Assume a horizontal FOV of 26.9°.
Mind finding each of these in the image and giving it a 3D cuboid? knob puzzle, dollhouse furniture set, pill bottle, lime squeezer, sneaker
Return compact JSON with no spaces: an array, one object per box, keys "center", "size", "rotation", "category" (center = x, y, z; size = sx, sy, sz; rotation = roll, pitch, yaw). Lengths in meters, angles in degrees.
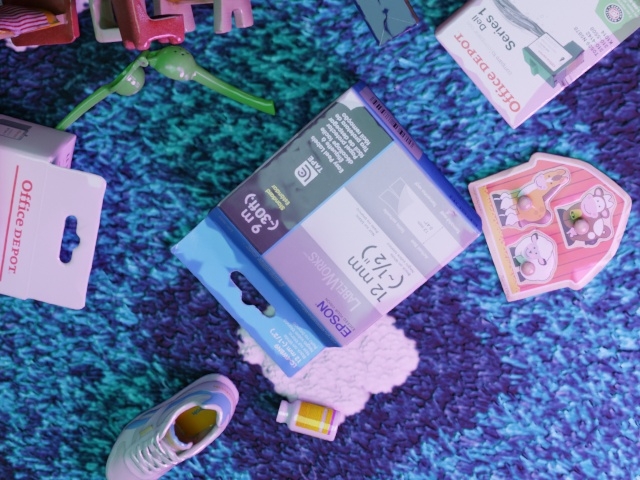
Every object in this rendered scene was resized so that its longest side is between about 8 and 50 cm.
[{"center":[0.311,-0.023,1.744],"size":[0.213,0.030,0.213],"rotation":[1,103,5],"category":"knob puzzle"},{"center":[-0.295,-0.303,1.591],"size":[0.374,0.201,0.152],"rotation":[0,106,27],"category":"dollhouse furniture set"},{"center":[-0.017,0.244,1.835],"size":[0.083,0.043,0.043],"rotation":[15,105,1],"category":"pill bottle"},{"center":[-0.220,-0.200,1.750],"size":[0.310,0.059,0.110],"rotation":[-7,135,7],"category":"lime squeezer"},{"center":[-0.214,0.273,1.837],"size":[0.228,0.092,0.087],"rotation":[-41,98,15],"category":"sneaker"}]

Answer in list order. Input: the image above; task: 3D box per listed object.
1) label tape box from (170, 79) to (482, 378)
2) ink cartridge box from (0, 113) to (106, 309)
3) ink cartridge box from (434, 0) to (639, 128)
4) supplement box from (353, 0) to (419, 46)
[{"center":[0.000,0.000,1.736],"size":[0.347,0.115,0.249],"rotation":[-41,95,12],"category":"label tape box"},{"center":[-0.449,-0.057,1.755],"size":[0.353,0.119,0.207],"rotation":[16,112,2],"category":"ink cartridge box"},{"center":[0.271,-0.267,1.655],"size":[0.219,0.092,0.160],"rotation":[-40,97,13],"category":"ink cartridge box"},{"center":[0.079,-0.294,1.671],"size":[0.056,0.083,0.083],"rotation":[-29,100,11],"category":"supplement box"}]
